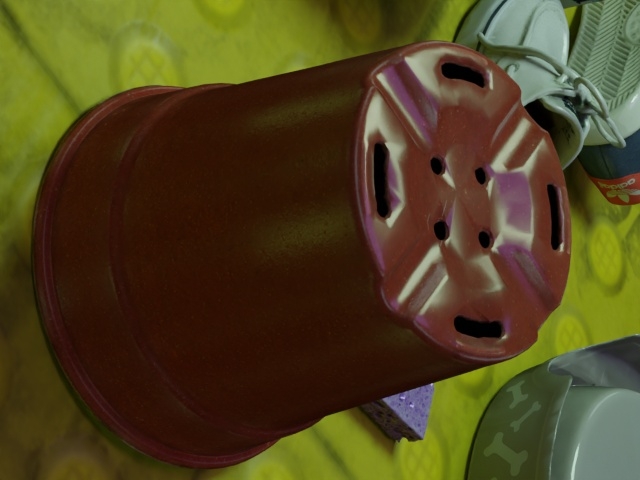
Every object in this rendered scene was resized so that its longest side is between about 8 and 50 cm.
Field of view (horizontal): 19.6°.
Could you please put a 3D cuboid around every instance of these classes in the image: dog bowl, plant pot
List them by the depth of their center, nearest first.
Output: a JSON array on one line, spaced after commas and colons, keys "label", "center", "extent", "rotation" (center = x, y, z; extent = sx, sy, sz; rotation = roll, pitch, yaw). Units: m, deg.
[{"label": "plant pot", "center": [0.000, 0.000, 1.201], "extent": [0.272, 0.265, 0.272], "rotation": [14, 70, -42]}, {"label": "dog bowl", "center": [0.251, 0.258, 1.635], "extent": [0.349, 0.102, 0.349], "rotation": [17, 68, -50]}]

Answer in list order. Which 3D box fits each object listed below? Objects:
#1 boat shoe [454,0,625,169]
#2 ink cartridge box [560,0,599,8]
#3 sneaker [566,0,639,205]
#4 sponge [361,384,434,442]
[{"label": "boat shoe", "center": [0.188, -0.100, 1.598], "extent": [0.136, 0.156, 0.367], "rotation": [53, 44, -31]}, {"label": "ink cartridge box", "center": [0.246, -0.280, 1.711], "extent": [0.127, 0.175, 0.072], "rotation": [29, 62, -46]}, {"label": "sneaker", "center": [0.330, -0.174, 1.851], "extent": [0.350, 0.131, 0.148], "rotation": [-58, 134, -37]}, {"label": "sponge", "center": [0.029, 0.055, 1.451], "extent": [0.210, 0.031, 0.117], "rotation": [46, 47, -36]}]
